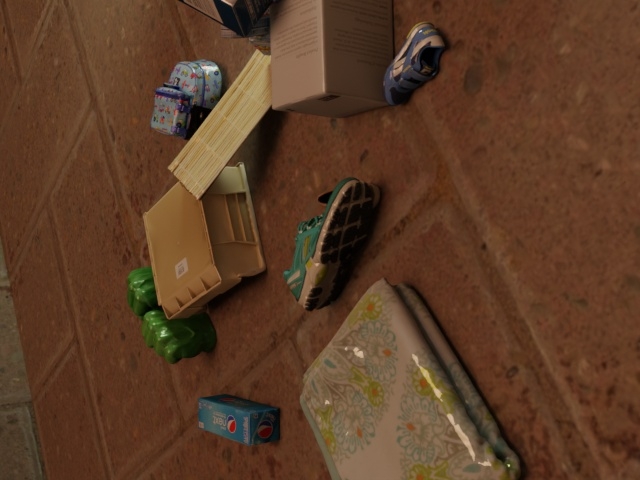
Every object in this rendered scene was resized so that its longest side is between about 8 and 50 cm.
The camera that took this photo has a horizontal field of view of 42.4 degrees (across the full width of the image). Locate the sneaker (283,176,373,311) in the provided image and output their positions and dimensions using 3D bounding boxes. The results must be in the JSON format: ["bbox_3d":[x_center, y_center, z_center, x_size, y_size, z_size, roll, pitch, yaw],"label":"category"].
[{"bbox_3d":[0.000,0.000,1.412,0.110,0.107,0.275,48,130,30],"label":"sneaker"}]

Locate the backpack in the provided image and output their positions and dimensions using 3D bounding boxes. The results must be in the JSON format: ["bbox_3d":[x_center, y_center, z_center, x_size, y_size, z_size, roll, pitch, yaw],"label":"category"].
[{"bbox_3d":[-0.290,-0.314,1.808,0.158,0.117,0.173,30,111,48],"label":"backpack"}]

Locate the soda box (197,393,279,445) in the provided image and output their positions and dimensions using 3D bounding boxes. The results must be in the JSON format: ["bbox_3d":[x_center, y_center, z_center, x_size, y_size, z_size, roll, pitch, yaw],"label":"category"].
[{"bbox_3d":[-0.171,0.365,1.688,0.210,0.071,0.067,0,91,53],"label":"soda box"}]

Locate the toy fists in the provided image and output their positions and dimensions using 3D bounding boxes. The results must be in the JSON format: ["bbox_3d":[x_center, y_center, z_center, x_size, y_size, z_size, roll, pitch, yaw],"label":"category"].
[{"bbox_3d":[-0.353,0.164,1.870,0.279,0.142,0.096,57,132,36],"label":"toy fists"}]

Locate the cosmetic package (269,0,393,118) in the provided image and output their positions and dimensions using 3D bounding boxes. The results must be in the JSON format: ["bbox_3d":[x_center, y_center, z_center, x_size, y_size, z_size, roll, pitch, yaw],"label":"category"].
[{"bbox_3d":[0.018,-0.310,1.369,0.151,0.151,0.183,-4,87,53],"label":"cosmetic package"}]

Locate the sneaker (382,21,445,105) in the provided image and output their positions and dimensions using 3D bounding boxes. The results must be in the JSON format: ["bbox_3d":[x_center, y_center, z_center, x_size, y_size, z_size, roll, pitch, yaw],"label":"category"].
[{"bbox_3d":[0.145,-0.266,1.286,0.059,0.053,0.144,54,131,35],"label":"sneaker"}]

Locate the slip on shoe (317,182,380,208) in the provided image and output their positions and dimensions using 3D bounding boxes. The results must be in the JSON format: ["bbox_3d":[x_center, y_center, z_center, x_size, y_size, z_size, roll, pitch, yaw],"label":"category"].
[{"bbox_3d":[0.047,-0.074,1.423,0.135,0.041,0.051,5,94,53],"label":"slip on shoe"}]

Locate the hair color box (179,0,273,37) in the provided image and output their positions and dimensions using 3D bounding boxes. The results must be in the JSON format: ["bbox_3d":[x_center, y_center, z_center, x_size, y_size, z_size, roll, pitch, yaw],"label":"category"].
[{"bbox_3d":[-0.102,-0.529,1.375,0.174,0.105,0.347,33,80,15],"label":"hair color box"}]

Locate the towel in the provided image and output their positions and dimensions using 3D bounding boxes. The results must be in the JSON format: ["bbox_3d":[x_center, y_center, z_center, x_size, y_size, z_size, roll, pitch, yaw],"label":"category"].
[{"bbox_3d":[0.113,0.291,1.300,0.320,0.090,0.374,-57,48,37],"label":"towel"}]

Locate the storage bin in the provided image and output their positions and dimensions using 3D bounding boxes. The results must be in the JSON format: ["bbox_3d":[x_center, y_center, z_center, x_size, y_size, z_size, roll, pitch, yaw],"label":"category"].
[{"bbox_3d":[-0.252,0.006,1.753,0.262,0.123,0.260,-33,64,47],"label":"storage bin"}]

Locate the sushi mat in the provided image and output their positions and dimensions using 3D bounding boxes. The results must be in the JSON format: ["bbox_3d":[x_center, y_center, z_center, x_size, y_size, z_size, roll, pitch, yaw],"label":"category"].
[{"bbox_3d":[-0.180,-0.232,1.628,0.316,0.019,0.151,-52,47,3],"label":"sushi mat"}]

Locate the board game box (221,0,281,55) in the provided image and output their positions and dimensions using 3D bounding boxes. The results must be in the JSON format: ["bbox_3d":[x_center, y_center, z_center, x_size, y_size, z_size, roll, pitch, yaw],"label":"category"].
[{"bbox_3d":[-0.110,-0.435,1.537,0.060,0.194,0.194,10,113,27],"label":"board game box"}]
